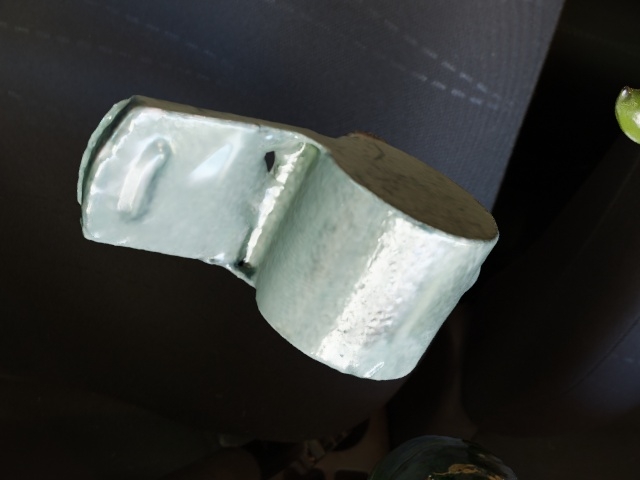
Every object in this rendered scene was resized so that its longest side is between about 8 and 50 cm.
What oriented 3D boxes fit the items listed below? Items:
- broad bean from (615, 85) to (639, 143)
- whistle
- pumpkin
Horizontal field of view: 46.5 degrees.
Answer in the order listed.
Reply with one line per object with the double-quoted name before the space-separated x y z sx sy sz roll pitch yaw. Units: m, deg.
"broad bean" 0.478 -0.114 0.907 0.318 0.098 0.056 26 15 -23
"whistle" -0.014 -0.018 0.711 0.404 0.168 0.188 25 23 -10
"pumpkin" 0.146 0.384 0.868 0.207 0.300 0.300 10 60 -11
